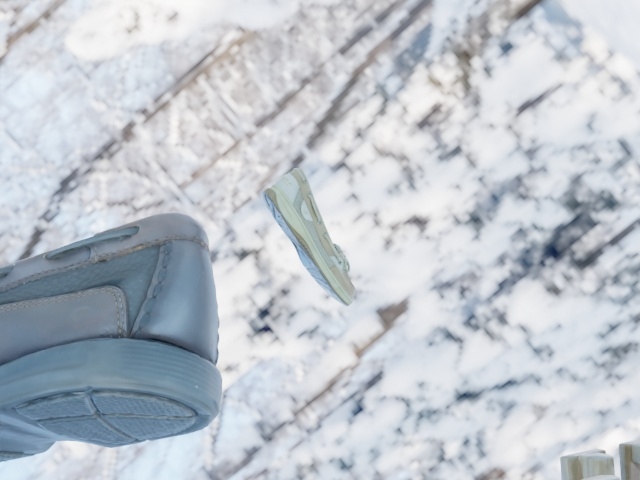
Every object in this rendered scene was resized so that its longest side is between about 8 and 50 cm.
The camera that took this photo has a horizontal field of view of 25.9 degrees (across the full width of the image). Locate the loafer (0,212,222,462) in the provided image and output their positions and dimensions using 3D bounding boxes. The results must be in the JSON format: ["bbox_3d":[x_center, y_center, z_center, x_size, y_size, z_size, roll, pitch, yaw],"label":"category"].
[{"bbox_3d":[-0.149,0.050,0.618,0.096,0.268,0.084,34,-125,-48],"label":"loafer"}]

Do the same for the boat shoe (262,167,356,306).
[{"bbox_3d":[-0.001,-0.001,1.399,0.153,0.048,0.056,56,167,-19],"label":"boat shoe"}]

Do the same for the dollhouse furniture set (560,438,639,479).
[{"bbox_3d":[0.222,0.197,0.843,0.151,0.144,0.123,2,97,63],"label":"dollhouse furniture set"}]
